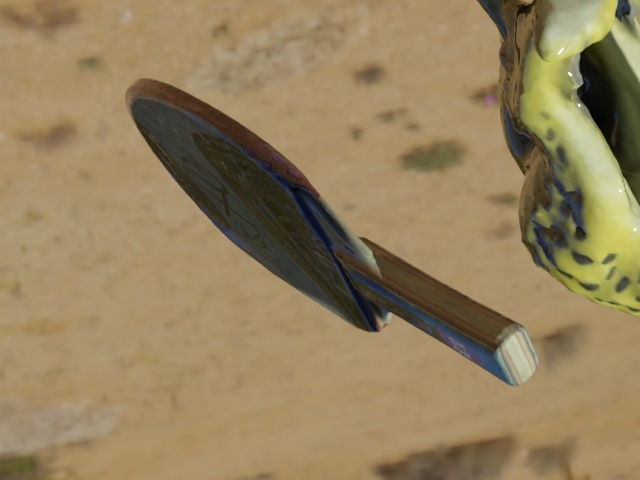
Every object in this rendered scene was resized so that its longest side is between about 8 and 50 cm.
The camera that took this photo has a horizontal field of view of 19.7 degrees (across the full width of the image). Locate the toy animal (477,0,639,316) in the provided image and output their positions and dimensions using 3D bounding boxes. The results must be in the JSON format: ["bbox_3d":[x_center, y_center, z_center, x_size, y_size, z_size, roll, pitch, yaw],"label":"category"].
[{"bbox_3d":[0.093,0.002,0.445,0.073,0.181,0.136,-41,151,-31],"label":"toy animal"}]

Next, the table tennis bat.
[{"bbox_3d":[0.000,0.000,0.977,0.022,0.301,0.173,-46,138,-14],"label":"table tennis bat"}]
